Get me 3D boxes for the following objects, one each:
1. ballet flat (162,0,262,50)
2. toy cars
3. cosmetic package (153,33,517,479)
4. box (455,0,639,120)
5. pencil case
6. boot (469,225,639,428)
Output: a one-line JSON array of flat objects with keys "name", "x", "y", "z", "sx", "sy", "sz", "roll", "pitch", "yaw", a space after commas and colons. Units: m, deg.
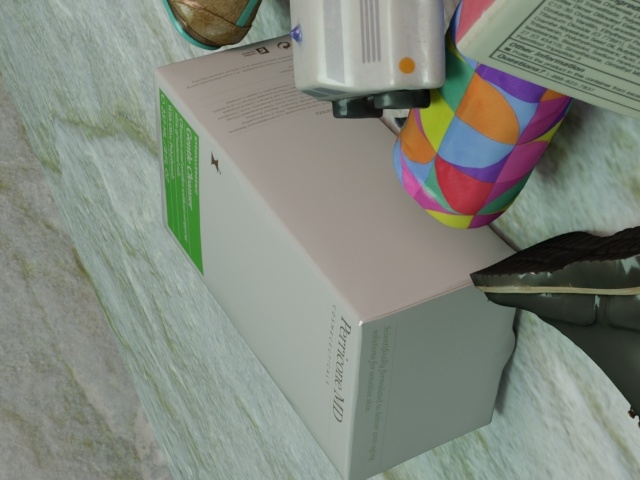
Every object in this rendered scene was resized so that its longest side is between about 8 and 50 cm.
[{"name": "ballet flat", "x": -0.136, "y": -0.337, "z": 1.079, "sx": 0.124, "sy": 0.116, "sz": 0.342, "roll": -41, "pitch": 65, "yaw": 29}, {"name": "toy cars", "x": -0.012, "y": -0.203, "z": 0.808, "sx": 0.176, "sy": 0.087, "sz": 0.394, "roll": 101, "pitch": 160, "yaw": -44}, {"name": "cosmetic package", "x": 0.000, "y": 0.000, "z": 1.004, "sx": 0.365, "sy": 0.155, "sz": 0.197, "roll": 50, "pitch": 149, "yaw": 42}, {"name": "box", "x": 0.168, "y": -0.147, "z": 0.431, "sx": 0.232, "sy": 0.148, "sz": 0.127, "roll": 135, "pitch": 151, "yaw": -66}, {"name": "pencil case", "x": 0.115, "y": -0.104, "z": 0.716, "sx": 0.104, "sy": 0.104, "sz": 0.236, "roll": 61, "pitch": 156, "yaw": 20}, {"name": "boot", "x": 0.180, "y": 0.068, "z": 0.757, "sx": 0.137, "sy": 0.076, "sz": 0.198, "roll": 67, "pitch": 160, "yaw": -8}]
